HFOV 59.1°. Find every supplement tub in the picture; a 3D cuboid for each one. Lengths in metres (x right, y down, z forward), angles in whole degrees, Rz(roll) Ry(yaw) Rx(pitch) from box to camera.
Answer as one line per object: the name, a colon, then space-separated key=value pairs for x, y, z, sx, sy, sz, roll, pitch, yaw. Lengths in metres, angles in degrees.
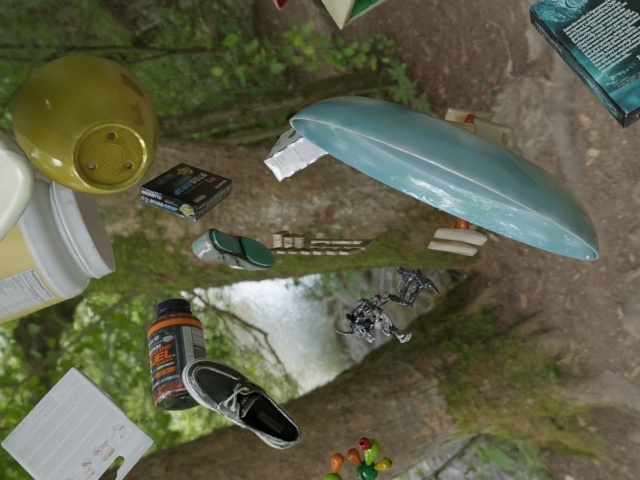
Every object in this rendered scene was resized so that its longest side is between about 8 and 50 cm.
supplement tub: x=-0.268 y=0.210 z=1.061 sx=0.106 sy=0.106 sz=0.197 roll=111 pitch=149 yaw=-49
supplement tub: x=-0.584 y=0.026 z=1.050 sx=0.241 sy=0.332 sz=0.240 roll=158 pitch=90 yaw=-79

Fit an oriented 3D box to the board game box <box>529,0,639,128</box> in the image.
board game box: x=0.275 y=-0.187 z=0.424 sx=0.126 sy=0.186 sz=0.026 roll=63 pitch=-165 yaw=24

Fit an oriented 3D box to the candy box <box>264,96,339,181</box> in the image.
candy box: x=-0.026 y=-0.249 z=1.387 sx=0.196 sy=0.164 sz=0.070 roll=-27 pitch=114 yaw=28

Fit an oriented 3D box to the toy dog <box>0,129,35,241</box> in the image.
toy dog: x=-0.441 y=-0.105 z=0.492 sx=0.395 sy=0.285 sz=0.407 roll=-57 pitch=42 yaw=26

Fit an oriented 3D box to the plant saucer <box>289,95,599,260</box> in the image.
plant saucer: x=0.121 y=-0.066 z=0.557 sx=0.318 sy=0.318 sz=0.043 roll=29 pitch=96 yaw=59

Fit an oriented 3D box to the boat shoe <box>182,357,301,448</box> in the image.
boat shoe: x=-0.124 y=0.258 z=0.911 sx=0.219 sy=0.077 sz=0.070 roll=33 pitch=156 yaw=-1

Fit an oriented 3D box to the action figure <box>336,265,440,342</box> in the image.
action figure: x=0.174 y=0.193 z=1.483 sx=0.276 sy=0.164 sz=0.140 roll=-44 pitch=53 yaw=16

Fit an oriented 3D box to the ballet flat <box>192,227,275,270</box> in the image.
ballet flat: x=-0.179 y=0.025 z=1.160 sx=0.068 sy=0.213 sz=0.072 roll=-30 pitch=63 yaw=22

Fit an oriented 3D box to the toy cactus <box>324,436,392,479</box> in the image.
toy cactus: x=0.069 y=0.439 z=0.954 sx=0.112 sy=0.180 sz=0.218 roll=8 pitch=79 yaw=27

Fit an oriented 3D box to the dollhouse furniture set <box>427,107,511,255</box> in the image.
dollhouse furniture set: x=0.251 y=-0.132 z=1.053 sx=0.259 sy=0.135 sz=0.261 roll=85 pitch=-167 yaw=-73

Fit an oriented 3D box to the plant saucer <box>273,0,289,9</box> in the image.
plant saucer: x=-0.058 y=-0.595 z=0.989 sx=0.048 sy=0.258 sz=0.259 roll=25 pitch=162 yaw=28

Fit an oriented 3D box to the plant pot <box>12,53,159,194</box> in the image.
plant pot: x=-0.209 y=-0.097 z=0.533 sx=0.095 sy=0.134 sz=0.134 roll=42 pitch=137 yaw=46

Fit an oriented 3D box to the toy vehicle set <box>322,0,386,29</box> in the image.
toy vehicle set: x=0.126 y=-0.294 z=0.471 sx=0.035 sy=0.267 sz=0.166 roll=55 pitch=174 yaw=-1

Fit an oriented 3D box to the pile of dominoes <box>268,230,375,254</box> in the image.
pile of dominoes: x=0.000 y=0.000 z=1.457 sx=0.196 sy=0.252 sz=0.040 roll=-29 pitch=-62 yaw=-71

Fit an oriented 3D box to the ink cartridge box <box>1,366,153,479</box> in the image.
ink cartridge box: x=-0.458 y=0.388 z=1.079 sx=0.232 sy=0.189 sz=0.066 roll=36 pitch=161 yaw=12

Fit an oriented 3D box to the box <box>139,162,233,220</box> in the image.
box: x=-0.376 y=-0.142 z=1.601 sx=0.175 sy=0.220 sz=0.051 roll=20 pitch=119 yaw=10
